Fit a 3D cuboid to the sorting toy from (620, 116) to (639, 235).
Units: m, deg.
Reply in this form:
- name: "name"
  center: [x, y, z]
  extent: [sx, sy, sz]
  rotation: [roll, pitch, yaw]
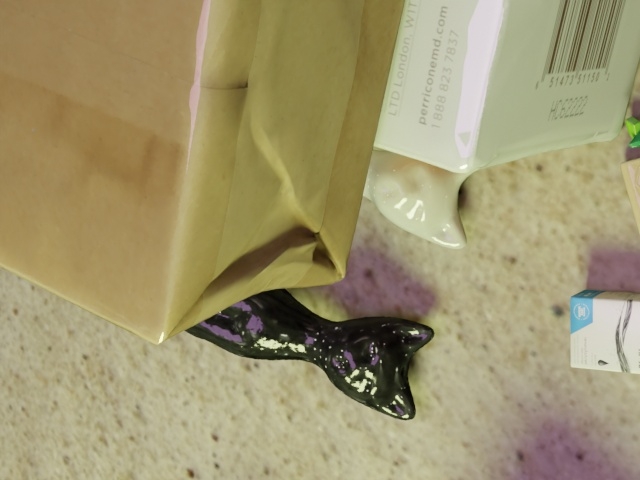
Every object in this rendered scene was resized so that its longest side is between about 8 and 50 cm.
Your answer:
- name: "sorting toy"
  center: [0.219, -0.041, 0.860]
  extent: [0.062, 0.012, 0.083]
  rotation: [-15, 93, 38]

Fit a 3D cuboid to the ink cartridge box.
- name: "ink cartridge box"
  center: [0.204, 0.059, 0.876]
  extent: [0.083, 0.028, 0.048]
  rotation: [2, 99, 32]

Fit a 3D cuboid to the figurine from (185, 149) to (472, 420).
- name: "figurine"
  center: [0.000, 0.000, 0.973]
  extent: [0.209, 0.092, 0.215]
  rotation: [22, 108, 20]

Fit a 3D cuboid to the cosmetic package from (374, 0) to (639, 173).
- name: "cosmetic package"
  center: [-0.037, -0.188, 0.873]
  extent: [0.453, 0.230, 0.161]
  rotation: [21, 109, 29]

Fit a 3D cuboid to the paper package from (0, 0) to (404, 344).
- name: "paper package"
  center: [-0.130, -0.148, 0.705]
  extent: [0.325, 0.168, 0.309]
  rotation: [21, 111, 28]
